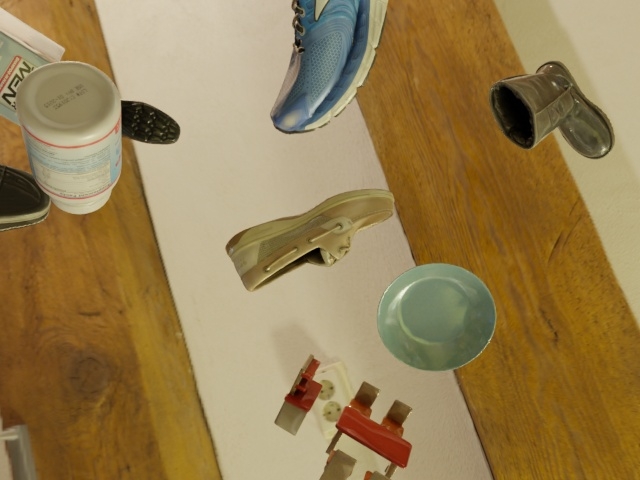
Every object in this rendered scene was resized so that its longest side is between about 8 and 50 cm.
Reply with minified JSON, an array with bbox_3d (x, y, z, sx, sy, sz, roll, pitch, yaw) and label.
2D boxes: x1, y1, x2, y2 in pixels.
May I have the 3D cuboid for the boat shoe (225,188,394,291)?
[{"bbox_3d":[0.000,0.000,1.096,0.302,0.109,0.098,-19,-109,-24],"label":"boat shoe"}]

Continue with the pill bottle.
[{"bbox_3d":[-0.237,-0.090,0.648,0.087,0.160,0.087,6,-116,-13],"label":"pill bottle"}]

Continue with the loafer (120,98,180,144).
[{"bbox_3d":[-0.381,-0.240,1.316,0.223,0.078,0.076,16,-88,-3],"label":"loafer"}]

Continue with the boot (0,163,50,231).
[{"bbox_3d":[-0.441,-0.005,0.817,0.236,0.179,0.085,-3,-126,-13],"label":"boot"}]

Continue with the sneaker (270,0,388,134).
[{"bbox_3d":[-0.002,-0.281,0.747,0.147,0.130,0.330,13,-74,-23],"label":"sneaker"}]

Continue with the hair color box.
[{"bbox_3d":[-0.577,-0.333,0.981,0.374,0.185,0.114,33,-79,-27],"label":"hair color box"}]

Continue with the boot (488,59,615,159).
[{"bbox_3d":[0.341,-0.173,0.976,0.190,0.208,0.076,51,-54,2],"label":"boot"}]

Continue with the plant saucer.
[{"bbox_3d":[0.190,0.123,1.114,0.194,0.037,0.195,1,-72,3],"label":"plant saucer"}]

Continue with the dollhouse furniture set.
[{"bbox_3d":[0.055,0.345,1.276,0.259,0.262,0.135,29,-69,5],"label":"dollhouse furniture set"}]
